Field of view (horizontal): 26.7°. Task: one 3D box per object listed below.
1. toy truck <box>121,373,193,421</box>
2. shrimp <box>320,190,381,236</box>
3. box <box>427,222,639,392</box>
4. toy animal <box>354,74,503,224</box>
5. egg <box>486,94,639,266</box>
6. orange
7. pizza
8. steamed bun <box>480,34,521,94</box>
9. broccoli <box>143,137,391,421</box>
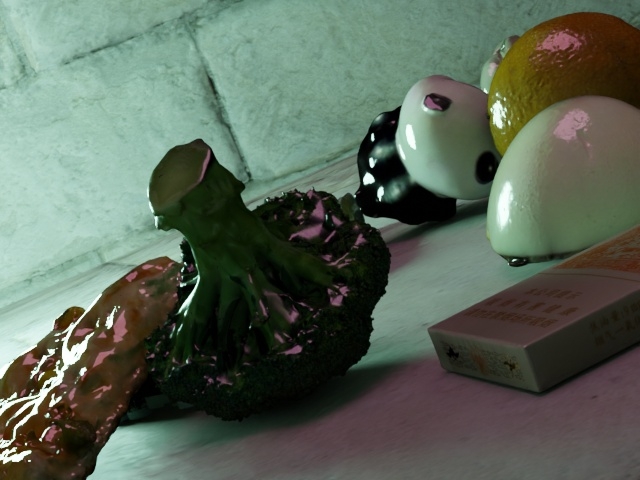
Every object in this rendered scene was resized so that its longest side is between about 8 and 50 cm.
[{"bbox_3d":[-0.186,0.157,1.644,0.191,0.085,0.116,-18,6,39],"label":"toy truck"},{"bbox_3d":[0.000,0.000,2.148,0.221,0.110,0.446,-14,13,15],"label":"shrimp"},{"bbox_3d":[0.300,0.035,1.273,0.365,0.051,0.204,-24,8,-17],"label":"box"},{"bbox_3d":[0.191,-0.148,2.124,0.212,0.213,0.266,-29,-1,-42],"label":"toy animal"},{"bbox_3d":[0.313,-0.085,1.607,0.264,0.174,0.286,-17,5,4],"label":"egg"},{"bbox_3d":[0.364,-0.199,1.938,0.264,0.264,0.264,-21,8,3],"label":"orange"},{"bbox_3d":[-0.327,0.197,1.510,0.435,0.080,0.392,-37,20,11],"label":"pizza"},{"bbox_3d":[0.428,-0.304,2.678,0.144,0.218,0.211,-15,37,35],"label":"steamed bun"},{"bbox_3d":[-0.078,0.045,1.423,0.297,0.297,0.298,-25,38,21],"label":"broccoli"}]
